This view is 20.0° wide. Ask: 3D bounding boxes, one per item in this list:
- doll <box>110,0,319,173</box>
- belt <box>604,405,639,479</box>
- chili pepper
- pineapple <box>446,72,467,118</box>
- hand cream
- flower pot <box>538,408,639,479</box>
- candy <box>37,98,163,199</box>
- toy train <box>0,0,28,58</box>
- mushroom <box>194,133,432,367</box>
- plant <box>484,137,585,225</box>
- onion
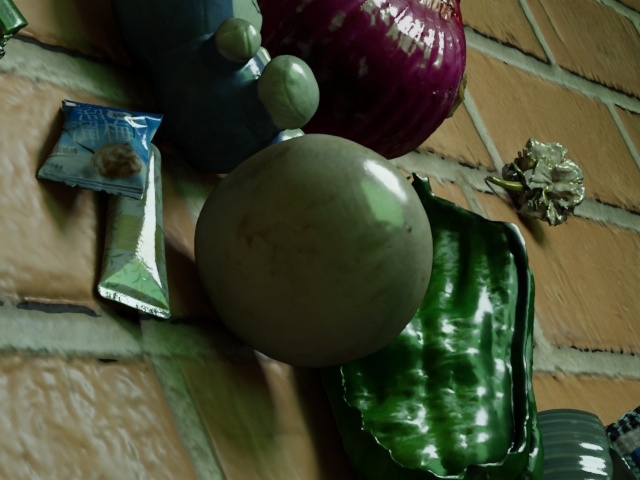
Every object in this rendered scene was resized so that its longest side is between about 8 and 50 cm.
[{"bbox_3d":[-0.105,-0.186,1.681,0.228,0.154,0.258,97,-24,-74],"label":"doll"},{"bbox_3d":[0.369,0.263,1.991,0.160,0.207,0.295,58,9,10],"label":"belt"},{"bbox_3d":[0.098,0.104,1.693,0.167,0.213,0.385,99,-16,-55],"label":"chili pepper"},{"bbox_3d":[0.102,-0.250,2.217,0.125,0.125,0.251,39,23,-37],"label":"pineapple"},{"bbox_3d":[-0.153,-0.019,1.509,0.067,0.042,0.194,25,39,-29],"label":"hand cream"},{"bbox_3d":[0.236,0.269,1.758,0.189,0.157,0.243,58,13,-21],"label":"flower pot"},{"bbox_3d":[-0.182,-0.076,1.503,0.088,0.038,0.136,12,35,-3],"label":"candy"},{"bbox_3d":[-0.278,-0.188,1.455,0.093,0.056,0.038,55,28,1],"label":"toy train"},{"bbox_3d":[-0.008,0.014,1.577,0.206,0.206,0.209,61,-7,8],"label":"mushroom"},{"bbox_3d":[0.278,-0.075,2.369,0.122,0.104,0.116,-9,44,-39],"label":"plant"},{"bbox_3d":[0.028,-0.213,1.880,0.256,0.272,0.230,19,34,1],"label":"onion"}]
